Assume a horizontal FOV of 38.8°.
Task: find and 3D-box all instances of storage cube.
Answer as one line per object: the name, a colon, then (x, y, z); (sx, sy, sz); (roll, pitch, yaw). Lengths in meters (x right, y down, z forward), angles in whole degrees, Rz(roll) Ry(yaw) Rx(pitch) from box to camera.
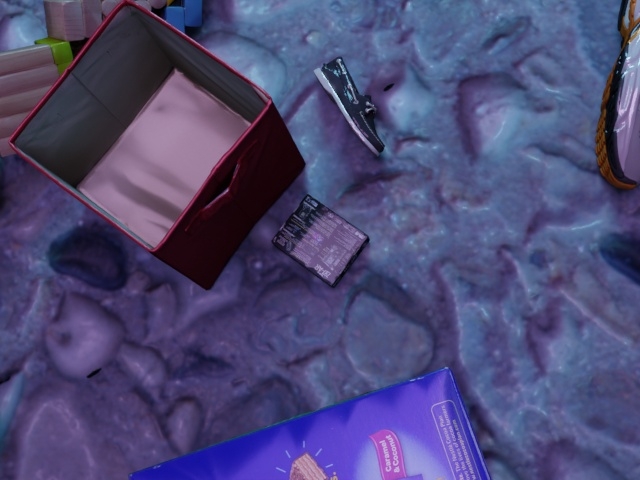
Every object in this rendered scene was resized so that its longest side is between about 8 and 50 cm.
storage cube: (-0.154, -0.089, 0.921); (0.215, 0.193, 0.183); (35, 84, 16)

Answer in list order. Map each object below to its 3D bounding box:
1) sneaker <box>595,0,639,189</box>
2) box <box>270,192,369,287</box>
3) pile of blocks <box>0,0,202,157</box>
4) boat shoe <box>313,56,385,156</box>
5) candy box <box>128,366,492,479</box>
sneaker: (0.357, -0.172, 0.917); (0.121, 0.099, 0.262); (14, 80, 7)
box: (0.000, 0.000, 0.966); (0.083, 0.018, 0.067); (35, 84, 15)
pile of blocks: (-0.243, -0.236, 1.031); (0.362, 0.149, 0.113); (-43, 31, -12)
boat shoe: (0.038, -0.146, 0.984); (0.038, 0.046, 0.125); (-34, 66, 4)
candy box: (0.014, 0.293, 0.841); (0.317, 0.122, 0.268); (-18, 76, 3)
